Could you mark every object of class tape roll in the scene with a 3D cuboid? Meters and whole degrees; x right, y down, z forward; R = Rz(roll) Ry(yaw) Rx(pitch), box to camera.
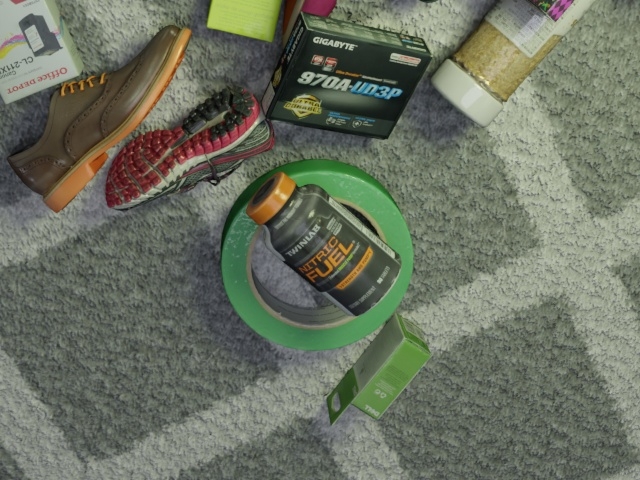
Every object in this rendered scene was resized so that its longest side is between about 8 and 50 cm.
[{"bbox_3d":[-0.008,0.026,1.848,0.321,0.077,0.321,-2,111,-5],"label":"tape roll"}]

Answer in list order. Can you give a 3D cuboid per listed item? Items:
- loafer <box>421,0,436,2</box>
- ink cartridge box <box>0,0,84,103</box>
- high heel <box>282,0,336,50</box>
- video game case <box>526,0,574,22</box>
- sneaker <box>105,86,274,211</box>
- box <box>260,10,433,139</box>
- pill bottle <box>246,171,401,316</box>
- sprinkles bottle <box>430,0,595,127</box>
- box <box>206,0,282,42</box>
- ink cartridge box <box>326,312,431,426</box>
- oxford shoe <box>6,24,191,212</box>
[{"bbox_3d":[0.211,-0.488,1.659,0.096,0.084,0.267,39,99,28],"label":"loafer"},{"bbox_3d":[-0.455,-0.313,1.675,0.127,0.072,0.175,-22,111,2],"label":"ink cartridge box"},{"bbox_3d":[0.076,-0.433,1.665,0.181,0.127,0.377,18,112,-19],"label":"high heel"},{"bbox_3d":[0.353,-0.473,1.641,0.232,0.210,0.042,-50,145,12],"label":"video game case"},{"bbox_3d":[-0.211,-0.122,1.755,0.299,0.120,0.112,-26,142,12],"label":"sneaker"},{"bbox_3d":[0.039,-0.250,1.704,0.220,0.051,0.175,7,131,-27],"label":"box"},{"bbox_3d":[0.000,0.000,1.729,0.246,0.130,0.130,40,102,-17],"label":"pill bottle"},{"bbox_3d":[0.328,-0.346,1.720,0.121,0.121,0.355,37,103,-17],"label":"sprinkles bottle"},{"bbox_3d":[-0.106,-0.405,1.693,0.109,0.042,0.178,11,109,-11],"label":"box"},{"bbox_3d":[0.099,0.239,1.921,0.062,0.109,0.209,34,103,-16],"label":"ink cartridge box"},{"bbox_3d":[-0.343,-0.209,1.700,0.133,0.130,0.363,41,101,-12],"label":"oxford shoe"}]
